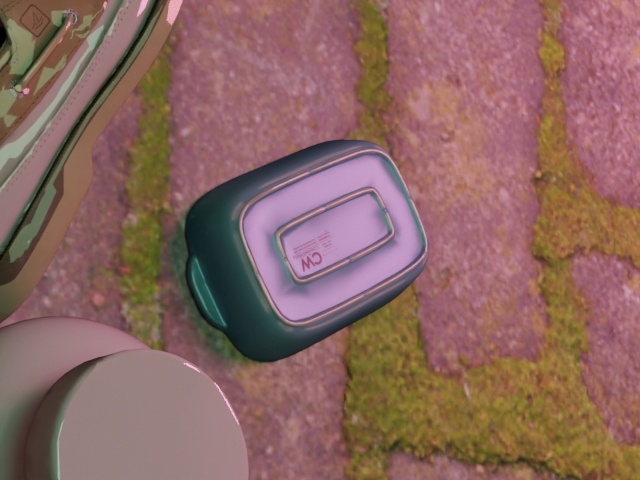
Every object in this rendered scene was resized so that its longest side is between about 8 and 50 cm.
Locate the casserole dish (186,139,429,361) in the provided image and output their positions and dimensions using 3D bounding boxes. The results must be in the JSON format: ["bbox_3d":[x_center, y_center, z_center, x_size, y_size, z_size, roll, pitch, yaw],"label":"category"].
[{"bbox_3d":[0.000,0.000,1.079,0.188,0.037,0.114,-26,92,-39],"label":"casserole dish"}]

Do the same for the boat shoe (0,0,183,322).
[{"bbox_3d":[-0.158,-0.107,0.937,0.103,0.113,0.302,36,58,-31],"label":"boat shoe"}]

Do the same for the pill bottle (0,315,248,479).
[{"bbox_3d":[-0.144,0.117,0.781,0.146,0.264,0.146,12,69,-34],"label":"pill bottle"}]
